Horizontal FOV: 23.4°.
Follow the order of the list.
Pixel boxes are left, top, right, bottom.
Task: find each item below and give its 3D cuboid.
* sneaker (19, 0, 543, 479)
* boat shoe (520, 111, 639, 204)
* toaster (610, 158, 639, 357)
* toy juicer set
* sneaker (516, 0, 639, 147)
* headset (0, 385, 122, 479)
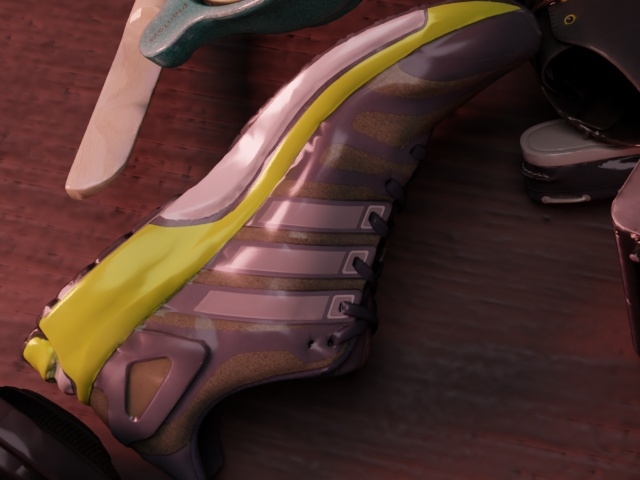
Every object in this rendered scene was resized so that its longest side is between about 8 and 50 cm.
[{"bbox_3d":[0.000,0.000,0.759,0.300,0.111,0.121,-42,83,9],"label":"sneaker"},{"bbox_3d":[0.165,-0.042,0.786,0.125,0.038,0.046,-8,36,3],"label":"boat shoe"},{"bbox_3d":[0.228,0.022,0.684,0.168,0.186,0.110,24,72,26],"label":"toaster"},{"bbox_3d":[-0.019,-0.181,0.783,0.329,0.089,0.209,-30,39,23],"label":"toy juicer set"},{"bbox_3d":[0.114,-0.143,0.791,0.222,0.083,0.118,34,56,19],"label":"sneaker"},{"bbox_3d":[-0.145,0.169,0.674,0.394,0.185,0.243,6,69,-6],"label":"headset"}]
